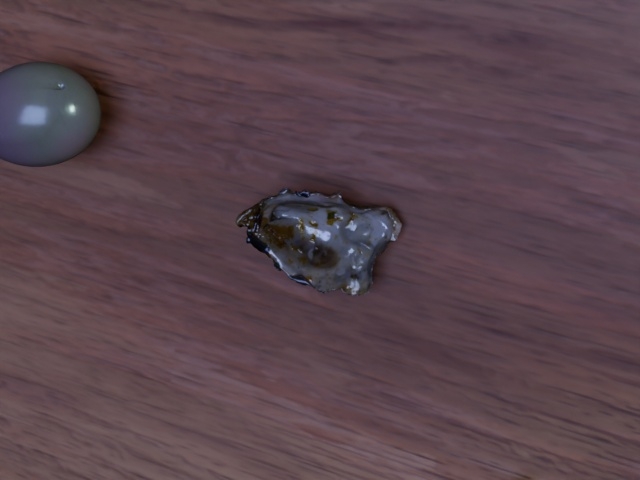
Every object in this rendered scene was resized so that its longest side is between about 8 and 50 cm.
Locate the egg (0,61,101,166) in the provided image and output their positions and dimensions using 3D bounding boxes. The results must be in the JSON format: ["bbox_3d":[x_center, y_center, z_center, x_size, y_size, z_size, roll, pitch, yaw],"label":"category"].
[{"bbox_3d":[-0.282,-0.125,1.026,0.135,0.103,0.103,-4,101,22],"label":"egg"}]

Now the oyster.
[{"bbox_3d":[-0.006,-0.008,0.978,0.148,0.051,0.103,22,106,-1],"label":"oyster"}]
